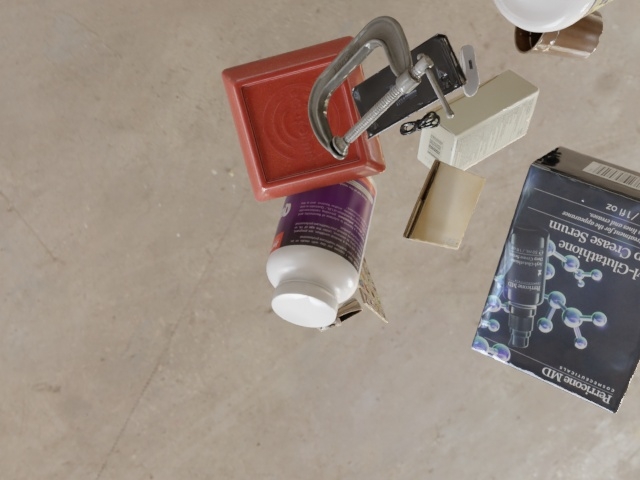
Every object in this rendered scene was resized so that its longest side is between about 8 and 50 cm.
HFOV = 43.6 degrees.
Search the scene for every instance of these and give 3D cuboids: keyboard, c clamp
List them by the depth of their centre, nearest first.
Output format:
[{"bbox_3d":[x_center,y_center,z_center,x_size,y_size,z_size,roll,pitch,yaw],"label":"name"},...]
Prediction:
[{"bbox_3d":[0.043,-0.132,0.739,0.022,0.137,0.160,6,151,-40],"label":"c clamp"},{"bbox_3d":[0.124,-0.197,1.103,0.023,0.180,0.108,-17,84,-44],"label":"keyboard"}]

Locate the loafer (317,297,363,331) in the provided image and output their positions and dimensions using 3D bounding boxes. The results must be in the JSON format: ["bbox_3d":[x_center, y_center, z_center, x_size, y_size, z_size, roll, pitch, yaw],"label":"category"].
[{"bbox_3d":[0.050,0.193,2.012,0.125,0.039,0.045,-35,152,-11],"label":"loafer"}]

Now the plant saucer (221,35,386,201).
[{"bbox_3d":[-0.033,-0.217,1.468,0.259,0.048,0.258,-13,102,8],"label":"plant saucer"}]

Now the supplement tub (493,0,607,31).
[{"bbox_3d":[0.490,-0.554,1.561,0.316,0.228,0.228,-35,132,-41],"label":"supplement tub"}]

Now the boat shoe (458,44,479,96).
[{"bbox_3d":[0.287,-0.333,1.577,0.035,0.035,0.100,-12,99,-15],"label":"boat shoe"}]

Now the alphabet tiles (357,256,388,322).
[{"bbox_3d":[0.087,0.074,1.869,0.009,0.198,0.237,-26,150,13],"label":"alphabet tiles"}]

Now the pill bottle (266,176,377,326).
[{"bbox_3d":[0.000,0.000,1.576,0.181,0.323,0.181,10,147,7],"label":"pill bottle"}]

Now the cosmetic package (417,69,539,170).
[{"bbox_3d":[0.404,-0.298,2.052,0.309,0.113,0.160,-30,146,-28],"label":"cosmetic package"}]

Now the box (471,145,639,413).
[{"bbox_3d":[0.499,0.064,1.504,0.212,0.293,0.395,-27,135,-56],"label":"box"}]

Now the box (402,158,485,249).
[{"bbox_3d":[0.255,-0.069,1.623,0.201,0.021,0.164,10,103,-52],"label":"box"}]

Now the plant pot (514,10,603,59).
[{"bbox_3d":[0.596,-0.527,1.988,0.165,0.167,0.167,11,111,-17],"label":"plant pot"}]
